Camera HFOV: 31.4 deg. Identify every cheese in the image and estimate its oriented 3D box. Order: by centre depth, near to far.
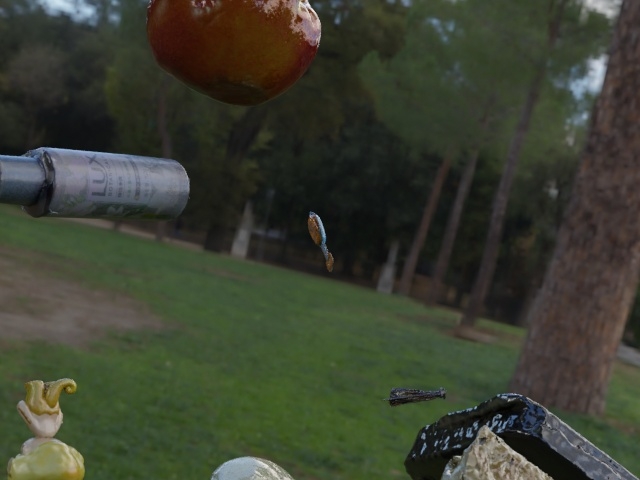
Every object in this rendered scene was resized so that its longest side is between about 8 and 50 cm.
[{"bbox_3d":[0.001,0.000,1.834,0.017,0.111,0.047,-14,-32,-15],"label":"cheese"}]

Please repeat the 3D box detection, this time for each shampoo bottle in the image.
[{"bbox_3d":[-0.224,-0.053,1.091,0.072,0.072,0.214,14,9,41],"label":"shampoo bottle"}]

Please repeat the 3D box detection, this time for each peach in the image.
[{"bbox_3d":[-0.124,-0.300,1.596,0.243,0.243,0.199,13,9,2],"label":"peach"}]

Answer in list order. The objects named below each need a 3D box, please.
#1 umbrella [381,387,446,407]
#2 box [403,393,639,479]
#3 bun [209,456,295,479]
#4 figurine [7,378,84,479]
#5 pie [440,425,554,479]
[{"bbox_3d":[0.113,0.190,1.386,0.083,0.020,0.031,-4,7,20],"label":"umbrella"},{"bbox_3d":[0.312,0.354,1.545,0.359,0.091,0.350,36,-27,-7],"label":"box"},{"bbox_3d":[-0.072,0.439,1.578,0.146,0.287,0.287,-10,-4,13],"label":"bun"},{"bbox_3d":[-0.477,0.368,1.989,0.131,0.246,0.156,-18,-17,34],"label":"figurine"},{"bbox_3d":[0.229,0.310,1.098,0.282,0.068,0.128,44,44,2],"label":"pie"}]
